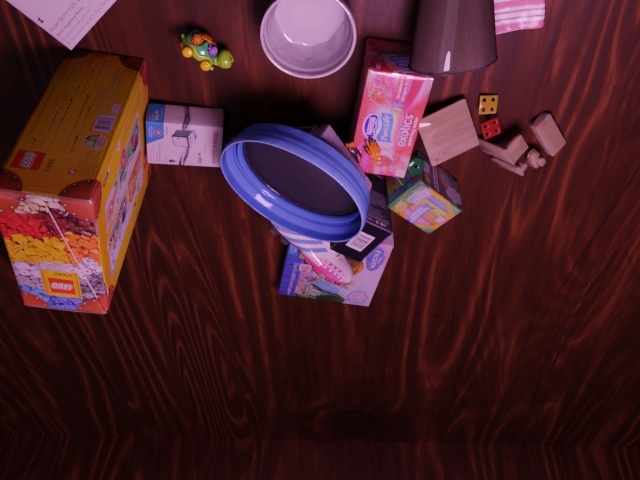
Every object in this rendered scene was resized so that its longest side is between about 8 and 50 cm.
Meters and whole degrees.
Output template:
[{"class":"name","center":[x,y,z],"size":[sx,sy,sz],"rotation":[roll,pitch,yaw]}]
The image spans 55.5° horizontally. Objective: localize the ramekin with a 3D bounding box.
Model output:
[{"class":"ramekin","center":[-0.024,-0.471,1.323],"size":[0.207,0.109,0.207],"rotation":[1,139,1]}]

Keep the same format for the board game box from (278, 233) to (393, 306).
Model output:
[{"class":"board game box","center":[0.041,0.077,1.959],"size":[0.318,0.066,0.319],"rotation":[8,137,-6]}]

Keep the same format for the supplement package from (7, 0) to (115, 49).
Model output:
[{"class":"supplement package","center":[-0.548,-0.564,1.192],"size":[0.177,0.175,0.293],"rotation":[-30,129,32]}]

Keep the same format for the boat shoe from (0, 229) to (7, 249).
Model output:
[{"class":"boat shoe","center":[-0.861,-0.021,1.844],"size":[0.158,0.127,0.340],"rotation":[5,138,8]}]

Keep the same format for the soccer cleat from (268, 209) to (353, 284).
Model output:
[{"class":"soccer cleat","center":[0.000,0.000,1.758],"size":[0.331,0.116,0.143],"rotation":[39,112,-22]}]

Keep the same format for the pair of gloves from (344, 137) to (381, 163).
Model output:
[{"class":"pair of gloves","center":[0.102,-0.213,1.465],"size":[0.083,0.010,0.074],"rotation":[-8,137,16]}]

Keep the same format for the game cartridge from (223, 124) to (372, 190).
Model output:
[{"class":"game cartridge","center":[-0.063,-0.191,1.561],"size":[0.355,0.068,0.230],"rotation":[4,143,42]}]

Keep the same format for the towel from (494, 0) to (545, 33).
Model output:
[{"class":"towel","center":[0.407,-0.533,1.293],"size":[0.144,0.029,0.197],"rotation":[-8,137,10]}]

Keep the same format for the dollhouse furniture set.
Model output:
[{"class":"dollhouse furniture set","center":[0.521,-0.261,1.591],"size":[0.151,0.123,0.144],"rotation":[-48,126,0]}]

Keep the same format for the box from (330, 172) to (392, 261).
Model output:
[{"class":"box","center":[0.109,-0.072,1.686],"size":[0.108,0.207,0.153],"rotation":[24,135,-23]}]

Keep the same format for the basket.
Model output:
[{"class":"basket","center":[0.278,-0.479,1.250],"size":[0.204,0.154,0.227],"rotation":[-17,126,-17]}]

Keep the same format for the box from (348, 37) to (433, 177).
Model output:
[{"class":"box","center":[0.159,-0.313,1.464],"size":[0.154,0.142,0.300],"rotation":[8,138,-3]}]

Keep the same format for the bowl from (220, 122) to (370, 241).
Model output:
[{"class":"bowl","center":[-0.059,-0.139,1.499],"size":[0.391,0.077,0.391],"rotation":[23,155,11]}]

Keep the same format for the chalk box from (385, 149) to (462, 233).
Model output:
[{"class":"chalk box","center":[0.263,-0.140,1.661],"size":[0.213,0.132,0.132],"rotation":[30,131,-26]}]

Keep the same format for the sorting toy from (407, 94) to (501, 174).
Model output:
[{"class":"sorting toy","center":[0.325,-0.282,1.540],"size":[0.274,0.046,0.132],"rotation":[-26,119,3]}]

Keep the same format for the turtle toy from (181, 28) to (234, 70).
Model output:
[{"class":"turtle toy","center":[-0.262,-0.435,1.397],"size":[0.130,0.095,0.066],"rotation":[32,109,-30]}]

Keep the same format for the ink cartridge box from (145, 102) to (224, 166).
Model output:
[{"class":"ink cartridge box","center":[-0.348,-0.269,1.567],"size":[0.190,0.082,0.140],"rotation":[3,138,-10]}]

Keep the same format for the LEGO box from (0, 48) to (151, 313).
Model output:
[{"class":"LEGO box","center":[-0.544,-0.145,1.419],"size":[0.193,0.500,0.372],"rotation":[8,137,-7]}]
